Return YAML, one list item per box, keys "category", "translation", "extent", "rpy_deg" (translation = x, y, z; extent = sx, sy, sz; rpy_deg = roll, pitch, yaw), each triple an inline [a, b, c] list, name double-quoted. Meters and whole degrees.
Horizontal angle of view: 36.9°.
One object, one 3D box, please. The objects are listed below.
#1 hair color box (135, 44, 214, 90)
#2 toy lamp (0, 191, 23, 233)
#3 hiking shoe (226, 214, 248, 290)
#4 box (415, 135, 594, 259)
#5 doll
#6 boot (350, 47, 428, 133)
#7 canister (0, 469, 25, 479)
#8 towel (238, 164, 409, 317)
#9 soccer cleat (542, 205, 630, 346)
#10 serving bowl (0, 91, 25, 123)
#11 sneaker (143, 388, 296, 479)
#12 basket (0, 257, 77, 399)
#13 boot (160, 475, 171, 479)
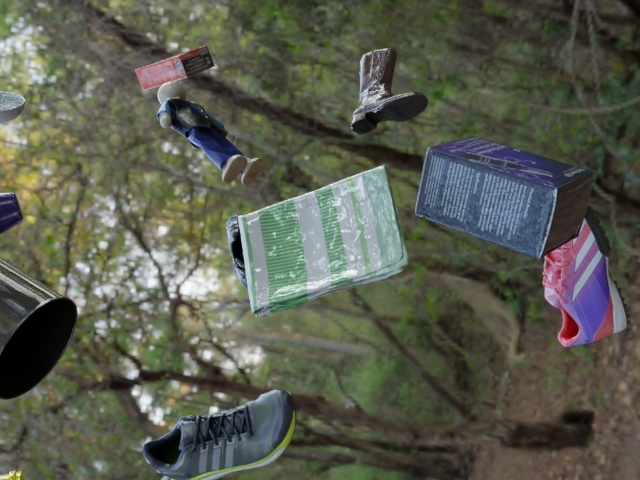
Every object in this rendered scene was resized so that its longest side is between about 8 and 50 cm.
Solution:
- category: "hair color box"
  translation: [-0.265, -0.313, 1.744]
  extent: [0.072, 0.141, 0.043]
  rpy_deg: [-32, -71, -41]
- category: "toy lamp"
  translation: [-0.603, -0.013, 1.490]
  extent: [0.080, 0.274, 0.080]
  rpy_deg: [160, 90, -78]
- category: "hiking shoe"
  translation: [-0.185, 0.055, 2.380]
  extent: [0.114, 0.086, 0.227]
  rpy_deg: [-92, -15, -62]
- category: "box"
  translation: [0.267, -0.068, 1.394]
  extent: [0.153, 0.207, 0.108]
  rpy_deg: [-21, -54, -54]
- category: "doll"
  translation: [-0.150, -0.141, 1.235]
  extent: [0.129, 0.189, 0.046]
  rpy_deg: [4, -55, -55]
- category: "boot"
  translation: [0.083, -0.186, 1.111]
  extent: [0.037, 0.106, 0.114]
  rpy_deg: [43, -134, -38]
- category: "canister"
  translation: [-0.678, 0.519, 1.918]
  extent: [0.126, 0.169, 0.073]
  rpy_deg: [100, 162, -51]
- category: "towel"
  translation: [0.000, 0.000, 1.892]
  extent: [0.038, 0.324, 0.248]
  rpy_deg: [53, -158, -56]
- category: "soccer cleat"
  translation: [0.405, 0.043, 1.550]
  extent: [0.318, 0.116, 0.109]
  rpy_deg: [63, -179, -31]
- category: "serving bowl"
  translation: [-0.445, -0.178, 1.310]
  extent: [0.083, 0.083, 0.027]
  rpy_deg: [-68, -17, -61]
- category: "sneaker"
  translation: [-0.167, 0.329, 1.591]
  extent: [0.121, 0.300, 0.111]
  rpy_deg: [33, -147, -45]
- category: "basket"
  translation: [-0.547, 0.118, 1.607]
  extent: [0.204, 0.227, 0.154]
  rpy_deg: [-61, -24, 14]
- category: "boot"
  translation: [-0.367, 0.639, 2.368]
  extent: [0.121, 0.099, 0.045]
  rpy_deg: [-50, 16, -26]
